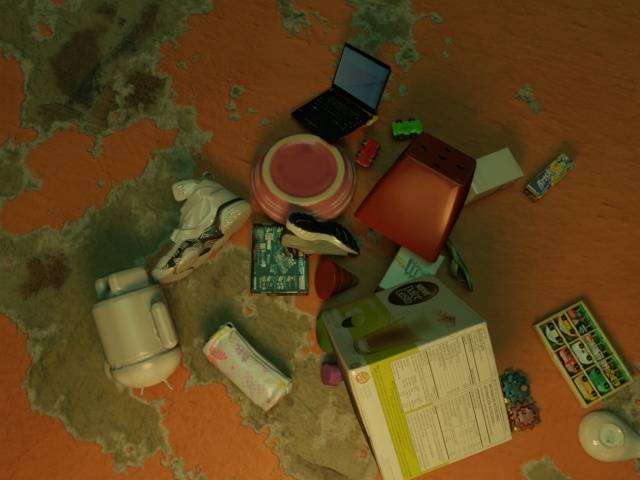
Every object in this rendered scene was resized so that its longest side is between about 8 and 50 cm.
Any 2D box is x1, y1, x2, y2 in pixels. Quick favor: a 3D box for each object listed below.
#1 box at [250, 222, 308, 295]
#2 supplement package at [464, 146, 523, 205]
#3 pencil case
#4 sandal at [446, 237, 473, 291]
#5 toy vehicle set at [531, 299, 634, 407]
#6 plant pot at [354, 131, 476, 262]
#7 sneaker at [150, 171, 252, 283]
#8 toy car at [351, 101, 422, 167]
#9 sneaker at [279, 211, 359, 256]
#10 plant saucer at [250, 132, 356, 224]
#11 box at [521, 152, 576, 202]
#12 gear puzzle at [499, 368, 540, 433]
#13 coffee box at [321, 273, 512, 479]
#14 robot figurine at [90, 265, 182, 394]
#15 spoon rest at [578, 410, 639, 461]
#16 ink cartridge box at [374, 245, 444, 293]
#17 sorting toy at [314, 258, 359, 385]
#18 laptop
[{"bbox_3d":[-0.123,0.057,1.673,0.175,0.051,0.220,-1,76,0],"label":"box"},{"bbox_3d":[0.508,-0.196,1.690,0.179,0.105,0.105,-22,77,-16],"label":"supplement package"},{"bbox_3d":[-0.206,0.357,1.565,0.273,0.113,0.124,42,102,9],"label":"pencil case"},{"bbox_3d":[0.411,0.077,1.659,0.049,0.072,0.180,-28,75,9],"label":"sandal"},{"bbox_3d":[0.765,0.329,1.607,0.166,0.035,0.266,-27,77,-7],"label":"toy vehicle set"},{"bbox_3d":[0.297,-0.146,1.569,0.267,0.235,0.267,32,40,7],"label":"plant pot"},{"bbox_3d":[-0.402,-0.045,1.662,0.366,0.137,0.210,-43,78,-14],"label":"sneaker"},{"bbox_3d":[0.214,-0.347,1.773,0.225,0.053,0.239,-5,76,-1],"label":"toy car"},{"bbox_3d":[0.000,0.000,1.634,0.272,0.108,0.100,18,35,-30],"label":"sneaker"},{"bbox_3d":[-0.052,-0.203,1.697,0.332,0.084,0.332,0,66,0],"label":"plant saucer"},{"bbox_3d":[0.719,-0.198,1.731,0.169,0.054,0.059,-41,79,-9],"label":"box"},{"bbox_3d":[0.449,0.487,1.564,0.339,0.044,0.175,-14,76,-3],"label":"gear puzzle"},{"bbox_3d":[0.232,0.332,1.392,0.334,0.337,0.338,-20,108,-5],"label":"coffee box"},{"bbox_3d":[-0.509,0.256,1.531,0.300,0.200,0.353,-17,91,41],"label":"robot figurine"},{"bbox_3d":[0.867,0.571,1.534,0.276,0.084,0.137,15,75,18],"label":"spoon rest"},{"bbox_3d":[0.261,0.102,1.620,0.127,0.128,0.176,31,77,8],"label":"ink cartridge box"},{"bbox_3d":[0.065,0.239,1.618,0.126,0.127,0.365,5,77,-29],"label":"sorting toy"},{"bbox_3d":[0.058,-0.461,1.716,0.264,0.136,0.234,-35,50,-13],"label":"laptop"}]
